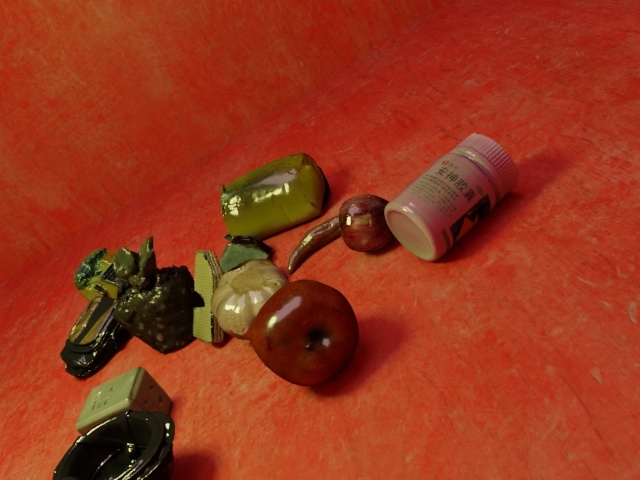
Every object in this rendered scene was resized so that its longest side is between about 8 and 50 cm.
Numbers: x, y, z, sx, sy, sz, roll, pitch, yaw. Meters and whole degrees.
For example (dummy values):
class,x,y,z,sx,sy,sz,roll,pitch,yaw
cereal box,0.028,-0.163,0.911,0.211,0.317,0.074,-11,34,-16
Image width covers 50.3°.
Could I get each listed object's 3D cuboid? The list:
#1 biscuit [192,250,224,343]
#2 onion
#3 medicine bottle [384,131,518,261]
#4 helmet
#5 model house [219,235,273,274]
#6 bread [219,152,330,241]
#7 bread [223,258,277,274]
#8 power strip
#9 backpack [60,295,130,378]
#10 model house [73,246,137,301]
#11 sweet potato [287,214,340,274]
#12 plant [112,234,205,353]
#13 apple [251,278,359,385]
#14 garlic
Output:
class,x,y,z,sx,sy,sz,roll,pitch,yaw
biscuit,-0.306,0.150,1.855,0.046,0.250,0.147,1,-2,-31
onion,0.141,-0.049,1.760,0.195,0.159,0.159,-11,31,18
medicine bottle,0.310,-0.102,1.614,0.290,0.178,0.178,-40,25,-16
helmet,-0.404,0.485,1.422,0.279,0.160,0.230,-15,28,10
model house,-0.229,0.039,2.123,0.165,0.106,0.152,8,19,3
bread,-0.154,-0.143,2.236,0.376,0.208,0.251,-18,33,22
bread,-0.215,0.124,1.924,0.213,0.105,0.213,-29,22,13
power strip,-0.497,0.430,1.655,0.224,0.139,0.140,-27,26,12
backpack,-0.712,0.314,2.157,0.206,0.133,0.258,0,46,38
model house,-0.767,0.119,2.516,0.211,0.170,0.194,-16,27,31
sweet potato,-0.007,-0.004,1.963,0.255,0.058,0.078,-39,45,-2
plant,-0.479,0.151,1.943,0.215,0.312,0.213,-18,32,24
apple,-0.033,0.194,1.454,0.230,0.230,0.230,-27,25,14
garlic,-0.167,0.160,1.733,0.228,0.152,0.228,-14,41,12
